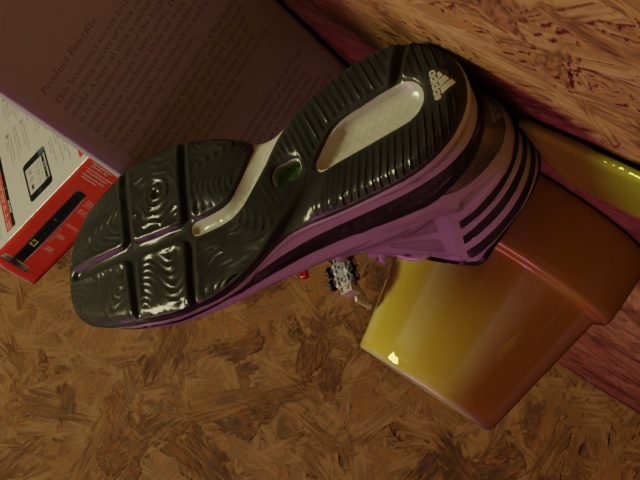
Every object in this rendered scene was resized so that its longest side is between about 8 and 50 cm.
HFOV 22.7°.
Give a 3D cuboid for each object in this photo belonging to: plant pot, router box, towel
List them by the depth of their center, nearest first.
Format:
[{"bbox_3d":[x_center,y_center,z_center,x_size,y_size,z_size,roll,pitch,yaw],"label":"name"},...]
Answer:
[{"bbox_3d":[0.268,-0.038,1.298,0.237,0.021,0.102,31,171,44],"label":"towel"},{"bbox_3d":[0.170,0.055,1.660,0.254,0.239,0.254,34,177,2],"label":"plant pot"},{"bbox_3d":[-0.362,-0.149,2.259,0.082,0.301,0.335,35,-161,-36],"label":"router box"}]

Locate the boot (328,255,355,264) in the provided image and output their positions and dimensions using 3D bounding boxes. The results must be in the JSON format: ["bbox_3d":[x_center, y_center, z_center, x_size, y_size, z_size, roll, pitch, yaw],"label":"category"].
[{"bbox_3d":[-0.029,-0.083,2.143,0.161,0.083,0.246,33,-151,-36],"label":"boot"}]

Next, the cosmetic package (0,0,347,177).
[{"bbox_3d":[-0.183,-0.189,1.508,0.161,0.230,0.453,31,176,38],"label":"cosmetic package"}]

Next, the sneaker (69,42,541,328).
[{"bbox_3d":[0.001,0.001,1.455,0.257,0.448,0.169,29,-135,-49],"label":"sneaker"}]

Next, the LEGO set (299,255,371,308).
[{"bbox_3d":[0.011,-0.046,1.669,0.182,0.244,0.060,29,-177,37],"label":"LEGO set"}]
